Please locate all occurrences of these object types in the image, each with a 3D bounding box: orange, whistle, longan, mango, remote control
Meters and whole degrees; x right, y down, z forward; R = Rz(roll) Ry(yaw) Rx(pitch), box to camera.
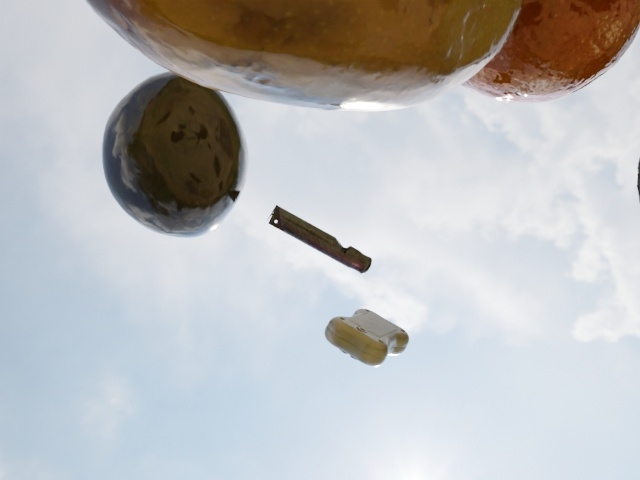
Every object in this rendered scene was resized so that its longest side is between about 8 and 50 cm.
[{"bbox_3d":[0.221,-0.233,0.869,0.170,0.224,0.224,37,-127,-29],"label":"orange"},{"bbox_3d":[0.000,0.000,1.335,0.176,0.033,0.033,29,-124,-8],"label":"whistle"},{"bbox_3d":[-0.204,-0.126,1.227,0.215,0.246,0.246,-2,-108,-27],"label":"longan"},{"bbox_3d":[0.012,-0.163,0.514,0.359,0.144,0.187,-6,-122,-42],"label":"mango"},{"bbox_3d":[0.053,0.107,0.951,0.074,0.032,0.122,29,-168,19],"label":"remote control"}]

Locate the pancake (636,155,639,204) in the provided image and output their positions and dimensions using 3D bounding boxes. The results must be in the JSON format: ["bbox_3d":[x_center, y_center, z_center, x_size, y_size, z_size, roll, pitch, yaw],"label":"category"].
[{"bbox_3d":[0.370,-0.067,0.926,0.017,0.108,0.108,3,-113,-7],"label":"pancake"}]
